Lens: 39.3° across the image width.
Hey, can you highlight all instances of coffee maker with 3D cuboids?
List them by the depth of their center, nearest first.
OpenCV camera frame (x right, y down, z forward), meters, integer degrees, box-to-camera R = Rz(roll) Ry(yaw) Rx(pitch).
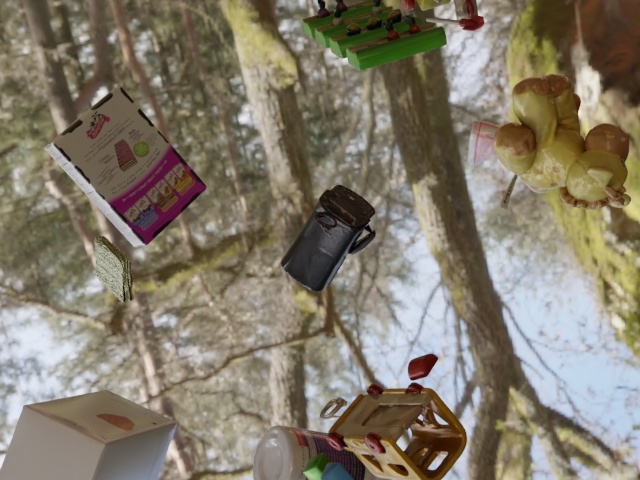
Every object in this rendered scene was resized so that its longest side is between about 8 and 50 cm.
[{"bbox_3d":[0.000,0.000,1.708,0.171,0.178,0.120,-10,-130,-47],"label":"coffee maker"}]

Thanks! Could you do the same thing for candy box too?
[{"bbox_3d":[-0.334,-0.125,1.549,0.159,0.233,0.071,-46,-162,-24],"label":"candy box"}]

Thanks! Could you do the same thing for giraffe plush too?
[{"bbox_3d":[0.359,-0.119,1.275,0.170,0.210,0.181,25,-154,38],"label":"giraffe plush"}]

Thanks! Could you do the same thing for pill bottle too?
[{"bbox_3d":[0.008,0.339,1.325,0.193,0.108,0.108,16,-178,-31],"label":"pill bottle"}]

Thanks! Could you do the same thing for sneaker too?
[{"bbox_3d":[0.268,-0.147,1.402,0.070,0.051,0.134,10,169,10],"label":"sneaker"}]

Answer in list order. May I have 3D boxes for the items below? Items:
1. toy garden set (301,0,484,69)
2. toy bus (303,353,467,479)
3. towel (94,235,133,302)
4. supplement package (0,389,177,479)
[{"bbox_3d":[0.100,-0.286,1.112,0.204,0.049,0.244,-18,-154,-10],"label":"toy garden set"},{"bbox_3d":[0.090,0.250,1.127,0.191,0.104,0.202,-36,-169,19],"label":"toy bus"},{"bbox_3d":[-0.436,0.059,1.895,0.027,0.110,0.148,-15,-149,-37],"label":"towel"},{"bbox_3d":[-0.422,0.397,1.650,0.177,0.175,0.293,21,-178,15],"label":"supplement package"}]
